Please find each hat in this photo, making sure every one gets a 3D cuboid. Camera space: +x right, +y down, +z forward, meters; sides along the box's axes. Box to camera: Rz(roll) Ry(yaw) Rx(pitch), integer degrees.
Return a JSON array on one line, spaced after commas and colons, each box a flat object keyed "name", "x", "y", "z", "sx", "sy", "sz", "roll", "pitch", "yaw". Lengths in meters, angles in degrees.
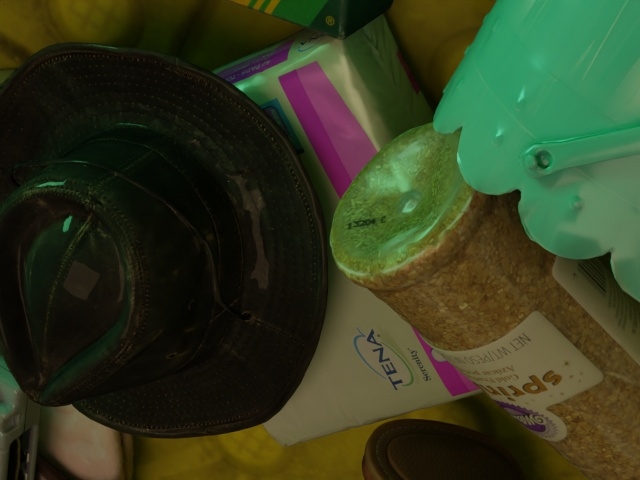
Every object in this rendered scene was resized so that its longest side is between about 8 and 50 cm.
[{"name": "hat", "x": -0.153, "y": 0.033, "z": 1.033, "sx": 0.331, "sy": 0.134, "sz": 0.331, "roll": 13, "pitch": 121, "yaw": 22}]

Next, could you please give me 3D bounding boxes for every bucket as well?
[{"name": "bucket", "x": 0.223, "y": -0.099, "z": 0.847, "sx": 0.281, "sy": 0.281, "sz": 0.183, "roll": 29, "pitch": 120, "yaw": 5}]

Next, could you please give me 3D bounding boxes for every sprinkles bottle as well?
[{"name": "sprinkles bottle", "x": 0.159, "y": 0.069, "z": 0.978, "sx": 0.121, "sy": 0.121, "sz": 0.355, "roll": -25, "pitch": 129, "yaw": 32}]

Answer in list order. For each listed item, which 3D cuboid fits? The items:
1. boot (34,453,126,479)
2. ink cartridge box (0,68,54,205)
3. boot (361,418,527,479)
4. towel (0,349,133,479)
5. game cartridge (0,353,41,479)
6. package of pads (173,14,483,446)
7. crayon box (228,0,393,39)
[{"name": "boot", "x": -0.226, "y": 0.208, "z": 1.283, "sx": 0.114, "sy": 0.037, "sz": 0.106, "roll": 41, "pitch": 128, "yaw": 3}, {"name": "ink cartridge box", "x": -0.228, "y": -0.055, "z": 1.164, "sx": 0.203, "sy": 0.086, "sz": 0.148, "roll": -3, "pitch": 117, "yaw": 25}, {"name": "boot", "x": 0.104, "y": 0.260, "z": 1.179, "sx": 0.283, "sy": 0.109, "sz": 0.220, "roll": 25, "pitch": 136, "yaw": -24}, {"name": "towel", "x": -0.320, "y": 0.139, "z": 1.337, "sx": 0.331, "sy": 0.053, "sz": 0.317, "roll": 9, "pitch": 122, "yaw": 18}, {"name": "game cartridge", "x": -0.341, "y": 0.189, "z": 1.292, "sx": 0.196, "sy": 0.060, "sz": 0.294, "roll": 26, "pitch": 126, "yaw": 17}, {"name": "package of pads", "x": 0.000, "y": 0.000, "z": 1.092, "sx": 0.229, "sy": 0.101, "sz": 0.297, "roll": -20, "pitch": 109, "yaw": 30}, {"name": "crayon box", "x": -0.036, "y": -0.309, "z": 0.925, "sx": 0.202, "sy": 0.081, "sz": 0.319, "roll": 21, "pitch": 124, "yaw": 21}]
